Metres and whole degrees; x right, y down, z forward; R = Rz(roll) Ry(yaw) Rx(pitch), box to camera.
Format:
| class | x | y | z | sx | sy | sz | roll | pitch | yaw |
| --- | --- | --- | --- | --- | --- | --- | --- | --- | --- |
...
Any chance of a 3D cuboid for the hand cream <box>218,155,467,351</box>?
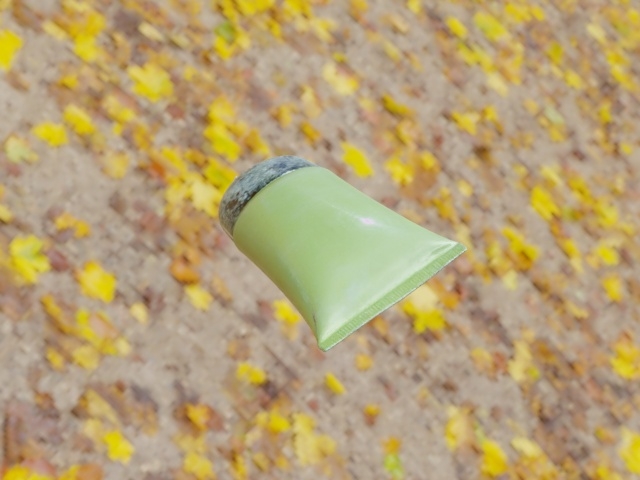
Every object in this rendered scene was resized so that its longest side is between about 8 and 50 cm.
| class | x | y | z | sx | sy | sz | roll | pitch | yaw |
| --- | --- | --- | --- | --- | --- | --- | --- | --- | --- |
| hand cream | 0.000 | 0.000 | 0.800 | 0.175 | 0.095 | 0.046 | 40 | -21 | 52 |
